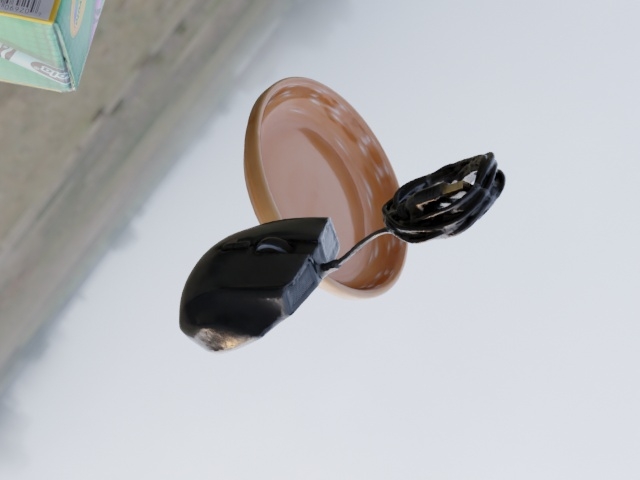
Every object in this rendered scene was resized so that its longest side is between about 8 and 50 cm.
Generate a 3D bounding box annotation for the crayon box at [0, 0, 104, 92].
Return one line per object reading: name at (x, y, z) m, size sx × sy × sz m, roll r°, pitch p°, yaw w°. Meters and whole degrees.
crayon box at (-0.259, -0.198, 1.002) m, size 0.081 × 0.278 × 0.165 m, roll 90°, pitch 12°, yaw -64°

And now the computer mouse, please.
computer mouse at (0.000, 0.000, 0.825) m, size 0.242 × 0.041 × 0.071 m, roll -27°, pitch -160°, yaw 47°

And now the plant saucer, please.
plant saucer at (0.001, -0.040, 1.437) m, size 0.037 × 0.200 × 0.200 m, roll -24°, pitch -158°, yaw 33°
